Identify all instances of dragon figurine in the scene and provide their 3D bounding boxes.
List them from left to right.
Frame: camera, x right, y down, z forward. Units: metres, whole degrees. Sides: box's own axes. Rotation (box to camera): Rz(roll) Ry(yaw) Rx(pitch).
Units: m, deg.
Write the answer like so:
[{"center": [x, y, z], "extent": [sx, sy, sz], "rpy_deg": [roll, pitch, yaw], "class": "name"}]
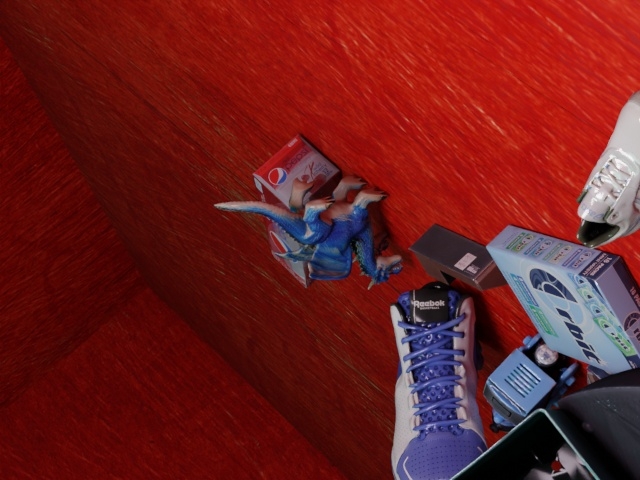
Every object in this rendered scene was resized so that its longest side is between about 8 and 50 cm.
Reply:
[{"center": [0.000, 0.000, 1.674], "extent": [0.085, 0.289, 0.144], "rpy_deg": [32, 120, 43], "class": "dragon figurine"}]

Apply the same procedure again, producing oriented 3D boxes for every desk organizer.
[{"center": [0.167, 0.029, 1.563], "extent": [0.130, 0.047, 0.050], "rpy_deg": [28, 157, 55], "class": "desk organizer"}]

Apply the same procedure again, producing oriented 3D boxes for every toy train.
[{"center": [0.248, 0.179, 1.598], "extent": [0.080, 0.105, 0.184], "rpy_deg": [44, 165, 17], "class": "toy train"}]

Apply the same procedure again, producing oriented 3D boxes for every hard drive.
[{"center": [0.342, 0.199, 1.305], "extent": [0.172, 0.054, 0.255], "rpy_deg": [50, 165, 1], "class": "hard drive"}]

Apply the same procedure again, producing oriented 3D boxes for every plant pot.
[{"center": [0.261, 0.292, 1.470], "extent": [0.165, 0.165, 0.234], "rpy_deg": [53, -164, 16], "class": "plant pot"}]

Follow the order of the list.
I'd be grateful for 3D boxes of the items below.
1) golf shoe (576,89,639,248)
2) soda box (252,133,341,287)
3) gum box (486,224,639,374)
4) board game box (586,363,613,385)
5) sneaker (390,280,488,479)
[{"center": [0.245, -0.047, 1.056], "extent": [0.069, 0.086, 0.176], "rpy_deg": [44, 164, 25], "class": "golf shoe"}, {"center": [-0.024, -0.037, 1.860], "extent": [0.083, 0.092, 0.263], "rpy_deg": [43, 164, 20], "class": "soda box"}, {"center": [0.271, 0.068, 1.369], "extent": [0.157, 0.041, 0.184], "rpy_deg": [56, 163, -25], "class": "gum box"}, {"center": [0.376, 0.233, 1.489], "extent": [0.165, 0.042, 0.243], "rpy_deg": [40, 164, 29], "class": "board game box"}, {"center": [0.137, 0.163, 1.650], "extent": [0.315, 0.127, 0.182], "rpy_deg": [-84, -18, -50], "class": "sneaker"}]
